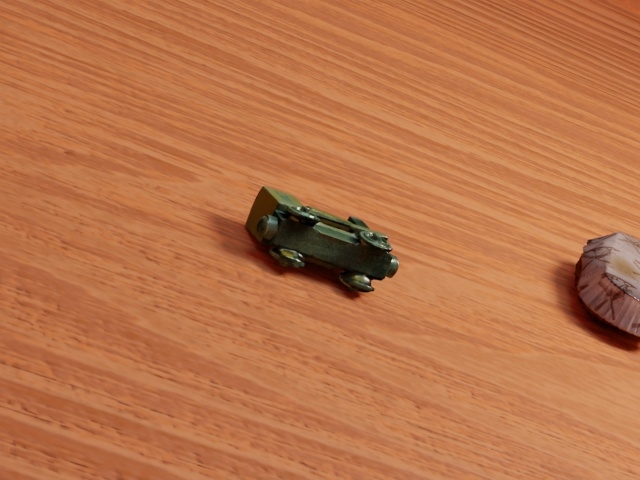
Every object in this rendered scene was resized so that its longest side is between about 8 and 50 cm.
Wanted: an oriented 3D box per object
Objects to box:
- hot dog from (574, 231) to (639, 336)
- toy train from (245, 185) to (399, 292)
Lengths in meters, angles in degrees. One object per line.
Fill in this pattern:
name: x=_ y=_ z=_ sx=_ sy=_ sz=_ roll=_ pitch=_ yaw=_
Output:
hot dog: x=0.281 y=0.044 z=1.643 sx=0.099 sy=0.053 sz=0.192 roll=27 pitch=22 yaw=1
toy train: x=0.000 y=0.000 z=1.387 sx=0.122 sy=0.050 sz=0.081 roll=19 pitch=11 yaw=-26
